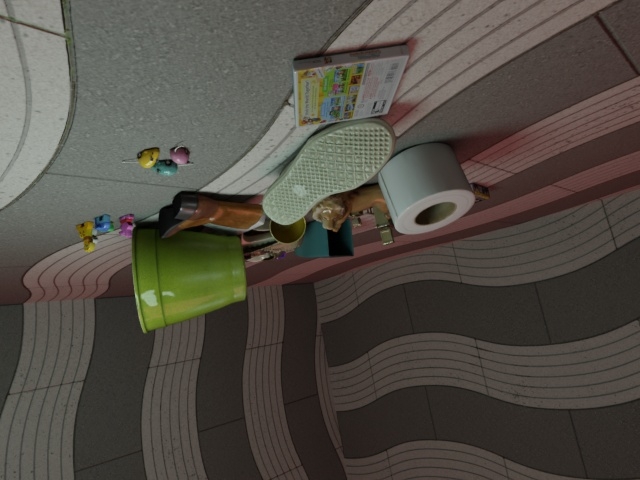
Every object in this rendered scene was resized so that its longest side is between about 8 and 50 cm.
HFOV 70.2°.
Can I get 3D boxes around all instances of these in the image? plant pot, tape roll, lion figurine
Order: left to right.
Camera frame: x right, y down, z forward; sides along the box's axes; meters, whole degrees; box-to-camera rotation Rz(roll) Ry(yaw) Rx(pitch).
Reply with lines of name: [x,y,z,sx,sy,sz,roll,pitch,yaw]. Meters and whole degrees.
plant pot: [-0.449,0.116,1.608,0.353,0.366,0.366,-7,168,-16]
plant pot: [-0.130,-0.061,1.693,0.134,0.134,0.095,-7,-167,-15]
plant pot: [0.000,0.000,2.008,0.234,0.165,0.166,-10,172,43]
lion figurine: [0.138,-0.134,1.581,0.392,0.142,0.240,-21,165,-18]
tape roll: [0.312,-0.148,1.355,0.246,0.169,0.246,-14,155,-7]

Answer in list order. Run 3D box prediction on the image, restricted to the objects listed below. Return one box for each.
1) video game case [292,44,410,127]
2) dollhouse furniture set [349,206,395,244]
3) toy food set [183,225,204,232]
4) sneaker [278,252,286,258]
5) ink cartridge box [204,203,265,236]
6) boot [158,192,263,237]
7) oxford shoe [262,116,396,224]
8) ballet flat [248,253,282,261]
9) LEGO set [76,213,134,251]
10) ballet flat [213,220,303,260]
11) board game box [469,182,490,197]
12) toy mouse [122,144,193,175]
video game case: [0.050,-0.294,0.895,0.207,0.026,0.227,-10,170,-4]
dollhouse furniture set: [0.210,-0.056,1.830,0.161,0.181,0.101,-15,168,22]
toy food set: [-0.484,-0.038,1.726,0.122,0.019,0.078,-28,161,35]
sneaker: [-0.214,0.032,2.097,0.095,0.104,0.236,-12,168,14]
ink cartridge box: [-0.332,-0.090,1.570,0.181,0.056,0.225,-19,148,38]
boot: [-0.360,-0.071,1.475,0.281,0.096,0.264,4,150,-38]
oxford shoe: [0.011,-0.187,1.175,0.449,0.169,0.130,-32,-161,43]
ballet flat: [-0.329,0.055,1.954,0.343,0.116,0.124,-1,-159,10]
LEGO set: [-0.700,-0.014,1.444,0.227,0.093,0.087,-15,168,25]
ballet flat: [-0.307,0.001,1.815,0.483,0.164,0.182,-15,148,-5]
board game box: [0.603,-0.185,1.891,0.141,0.048,0.170,-21,164,37]
toy mouse: [-0.353,-0.182,1.073,0.161,0.031,0.143,-16,167,28]
